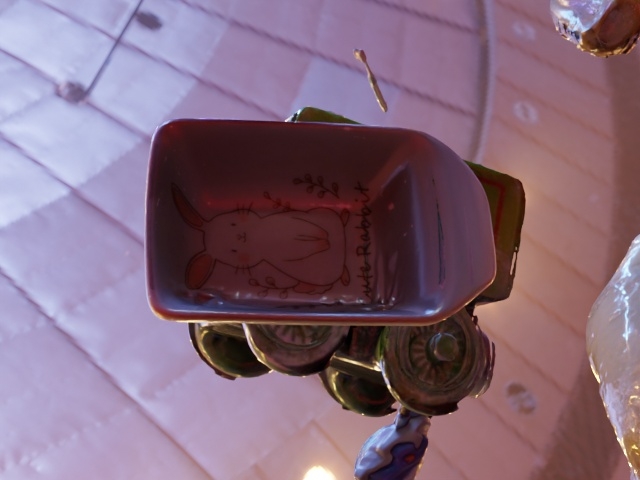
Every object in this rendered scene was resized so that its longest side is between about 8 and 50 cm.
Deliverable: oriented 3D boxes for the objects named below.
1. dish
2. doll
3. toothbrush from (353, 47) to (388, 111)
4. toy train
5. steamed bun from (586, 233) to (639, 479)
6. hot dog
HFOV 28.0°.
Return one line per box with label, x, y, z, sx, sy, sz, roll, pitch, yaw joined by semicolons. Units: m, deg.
dish;0.000;0.000;0.865;0.234;0.064;0.154;1;-121;-6
doll;0.079;0.226;1.372;0.070;0.195;0.096;31;180;30
toothbrush;0.072;-0.227;1.825;0.014;0.167;0.011;27;-104;26
toy train;0.026;0.021;1.153;0.307;0.173;0.249;17;-106;-19
steamed bun;0.229;0.067;0.659;0.231;0.110;0.212;-23;-130;-36
hot dog;0.281;-0.235;1.311;0.068;0.083;0.289;43;-164;-9
